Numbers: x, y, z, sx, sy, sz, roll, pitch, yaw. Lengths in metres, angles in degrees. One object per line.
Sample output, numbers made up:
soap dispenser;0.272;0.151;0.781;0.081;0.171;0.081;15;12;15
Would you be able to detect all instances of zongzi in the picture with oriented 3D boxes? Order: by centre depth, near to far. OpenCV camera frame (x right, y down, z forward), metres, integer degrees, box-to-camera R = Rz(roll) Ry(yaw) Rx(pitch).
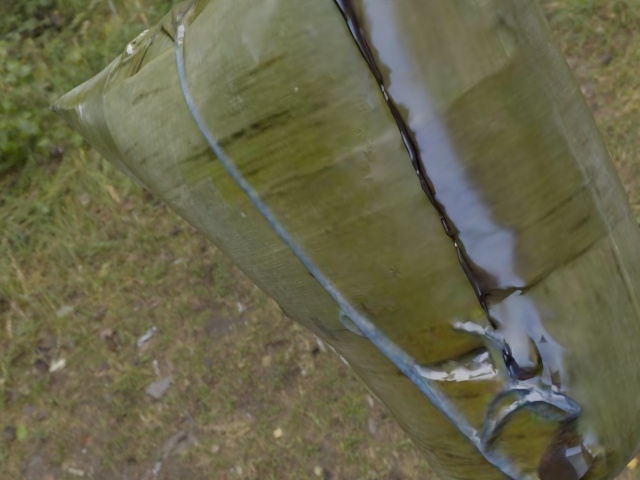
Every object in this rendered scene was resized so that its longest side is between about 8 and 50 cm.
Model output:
zongzi;0.000;0.000;0.577;0.393;0.356;0.174;-20;8;47
